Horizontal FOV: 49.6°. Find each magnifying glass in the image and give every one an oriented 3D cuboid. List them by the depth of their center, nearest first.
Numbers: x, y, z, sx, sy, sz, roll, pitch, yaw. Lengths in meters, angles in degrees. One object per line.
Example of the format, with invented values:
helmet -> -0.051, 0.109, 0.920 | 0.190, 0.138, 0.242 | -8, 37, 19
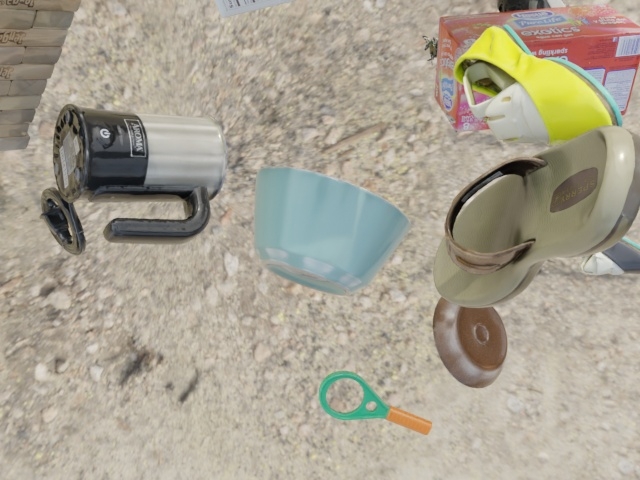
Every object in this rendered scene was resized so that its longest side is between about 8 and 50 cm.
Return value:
magnifying glass -> 0.105, 0.318, 1.320 | 0.230, 0.026, 0.092 | 23, 98, -7

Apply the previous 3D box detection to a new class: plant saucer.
plant saucer -> 0.301, 0.184, 1.341 | 0.198, 0.036, 0.199 | 14, 64, -31

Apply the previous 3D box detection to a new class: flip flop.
flip flop -> 0.148, -0.015, 0.558 | 0.080, 0.277, 0.112 | 8, 75, -11

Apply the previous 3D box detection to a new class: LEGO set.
LEGO set -> 0.203, -0.321, 1.193 | 0.023, 0.054, 0.083 | -19, 88, -16

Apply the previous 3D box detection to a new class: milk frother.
milk frother -> -0.180, -0.053, 0.648 | 0.134, 0.143, 0.129 | -2, 88, -39

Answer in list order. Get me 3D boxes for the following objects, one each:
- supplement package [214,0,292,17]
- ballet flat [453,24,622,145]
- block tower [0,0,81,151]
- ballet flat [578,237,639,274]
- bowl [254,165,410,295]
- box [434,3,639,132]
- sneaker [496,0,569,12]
supplement package -> -0.034, -0.464, 0.943 | 0.262, 0.199, 0.198 | -8, 133, 16
ballet flat -> 0.173, -0.125, 0.603 | 0.077, 0.231, 0.077 | -29, 121, 8
block tower -> -0.217, -0.199, 0.465 | 0.097, 0.335, 0.091 | -14, 64, -44
ballet flat -> 0.339, 0.001, 0.895 | 0.203, 0.074, 0.074 | 36, 88, 10
bowl -> 0.000, 0.000, 1.305 | 0.311, 0.311, 0.163 | 21, 78, -12
box -> 0.300, -0.246, 0.980 | 0.256, 0.123, 0.128 | -7, 127, -6
sneaker -> 0.336, -0.350, 1.141 | 0.124, 0.107, 0.283 | -35, 73, 2
